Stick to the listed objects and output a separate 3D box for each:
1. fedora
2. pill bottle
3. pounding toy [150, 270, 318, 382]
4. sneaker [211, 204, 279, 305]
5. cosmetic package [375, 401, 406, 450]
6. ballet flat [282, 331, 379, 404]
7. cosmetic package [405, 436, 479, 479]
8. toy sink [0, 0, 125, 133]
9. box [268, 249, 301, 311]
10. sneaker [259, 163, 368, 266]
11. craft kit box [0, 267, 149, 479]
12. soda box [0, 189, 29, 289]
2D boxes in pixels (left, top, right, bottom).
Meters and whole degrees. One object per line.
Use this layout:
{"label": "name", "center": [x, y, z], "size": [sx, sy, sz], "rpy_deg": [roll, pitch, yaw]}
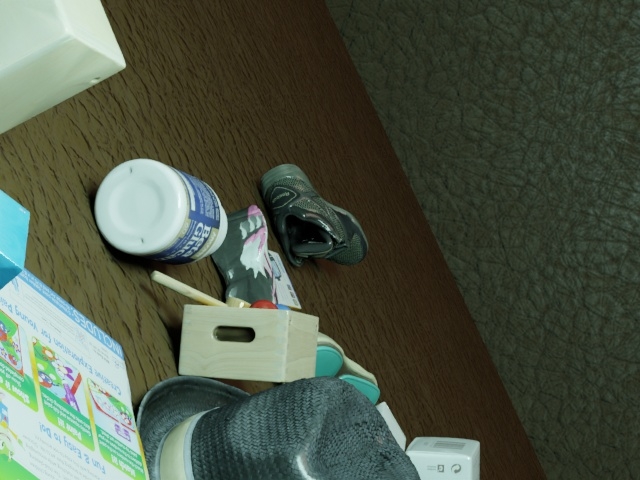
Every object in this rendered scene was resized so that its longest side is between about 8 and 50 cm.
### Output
{"label": "fedora", "center": [-0.015, 0.218, 1.482], "size": [0.334, 0.152, 0.334], "rpy_deg": [45, 20, -22]}
{"label": "pill bottle", "center": [-0.153, -0.024, 1.667], "size": [0.094, 0.094, 0.169], "rpy_deg": [67, 12, 12]}
{"label": "pounding toy", "center": [-0.087, 0.089, 1.663], "size": [0.130, 0.141, 0.100], "rpy_deg": [22, 72, -73]}
{"label": "sneaker", "center": [-0.085, 0.043, 1.932], "size": [0.077, 0.072, 0.178], "rpy_deg": [69, 12, -51]}
{"label": "cosmetic package", "center": [0.037, 0.264, 1.880], "size": [0.060, 0.099, 0.239], "rpy_deg": [62, 11, -10]}
{"label": "ballet flat", "center": [-0.006, 0.155, 2.013], "size": [0.248, 0.086, 0.086], "rpy_deg": [46, 21, -60]}
{"label": "cosmetic package", "center": [0.145, 0.358, 1.982], "size": [0.117, 0.085, 0.231], "rpy_deg": [-10, 103, -78]}
{"label": "toy sink", "center": [-0.285, -0.222, 1.371], "size": [0.234, 0.152, 0.131], "rpy_deg": [66, 12, 13]}
{"label": "box", "center": [-0.064, 0.051, 2.068], "size": [0.081, 0.028, 0.136], "rpy_deg": [67, 10, 12]}
{"label": "sneaker", "center": [0.000, 0.000, 2.316], "size": [0.227, 0.087, 0.130], "rpy_deg": [46, 23, -48]}
{"label": "craft kit box", "center": [-0.204, 0.138, 1.208], "size": [0.250, 0.061, 0.247], "rpy_deg": [48, 17, -52]}
{"label": "soda box", "center": [-0.287, -0.040, 1.061], "size": [0.210, 0.067, 0.071], "rpy_deg": [40, 22, -28]}
